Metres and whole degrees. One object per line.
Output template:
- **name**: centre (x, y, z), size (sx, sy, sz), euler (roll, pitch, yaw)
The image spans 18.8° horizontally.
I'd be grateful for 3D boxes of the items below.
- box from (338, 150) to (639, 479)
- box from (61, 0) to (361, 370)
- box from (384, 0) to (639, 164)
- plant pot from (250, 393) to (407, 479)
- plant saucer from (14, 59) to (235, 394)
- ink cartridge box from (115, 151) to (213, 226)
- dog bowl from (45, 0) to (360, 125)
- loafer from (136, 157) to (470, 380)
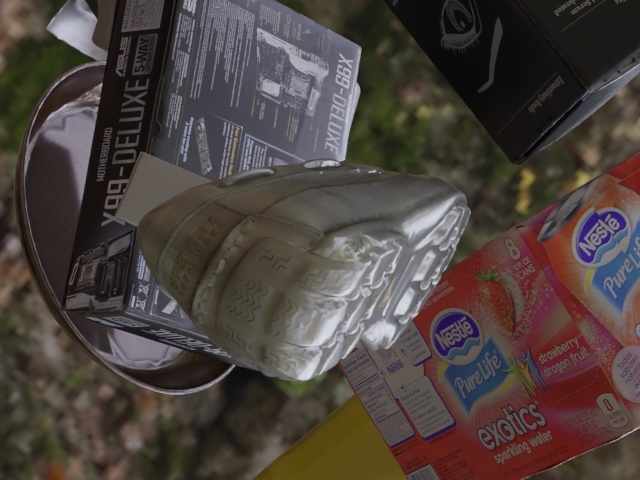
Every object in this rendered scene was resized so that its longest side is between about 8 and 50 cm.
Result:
- **box**: centre (0.151, 0.069, 1.341), size (0.142, 0.154, 0.300), euler (-30, 175, -30)
- **box**: centre (-0.085, -0.060, 1.649), size (0.076, 0.242, 0.307), euler (-2, -105, 40)
- **box**: centre (0.120, -0.173, 1.213), size (0.108, 0.207, 0.153), euler (-37, 176, -19)
- **plant pot**: centre (0.053, 0.262, 1.948), size (0.212, 0.187, 0.212), euler (-40, 175, -9)
- **plant saucer**: centre (-0.170, -0.008, 1.742), size (0.050, 0.310, 0.310), euler (-19, -152, 34)
- **ink cartridge box**: centre (-0.082, -0.016, 1.374), size (0.088, 0.122, 0.052), euler (173, -59, -86)
- **dog bowl**: centre (-0.114, -0.188, 2.041), size (0.102, 0.349, 0.349), euler (-62, -168, -2)
- **loafer**: centre (0.000, 0.000, 1.026), size (0.112, 0.111, 0.319), euler (-61, 167, 9)
